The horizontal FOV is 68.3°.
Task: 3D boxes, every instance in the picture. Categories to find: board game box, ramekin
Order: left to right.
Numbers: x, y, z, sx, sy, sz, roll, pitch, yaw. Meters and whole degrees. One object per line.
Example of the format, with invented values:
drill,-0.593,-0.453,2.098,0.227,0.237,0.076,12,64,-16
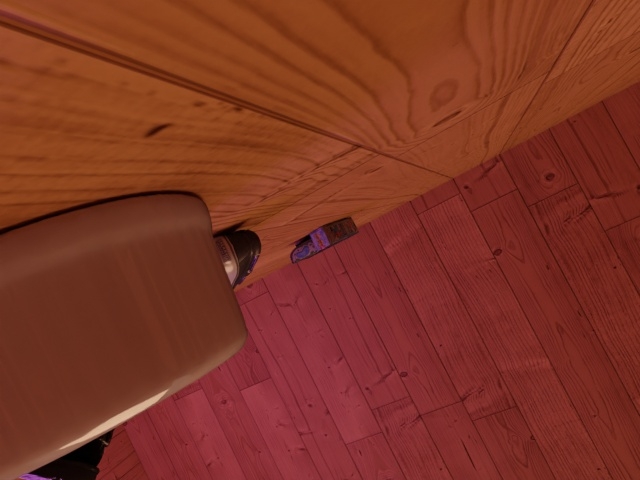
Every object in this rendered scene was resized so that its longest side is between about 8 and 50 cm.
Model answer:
ramekin,-0.197,0.083,0.394,0.277,0.135,0.277,-27,177,-2
board game box,0.000,0.000,1.416,0.194,0.060,0.194,-28,176,16

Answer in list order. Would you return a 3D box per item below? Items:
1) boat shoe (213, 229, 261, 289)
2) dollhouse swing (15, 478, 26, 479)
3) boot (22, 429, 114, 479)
boat shoe,-0.136,0.034,0.724,0.076,0.080,0.228,-24,169,-22
dollhouse swing,-0.707,0.468,0.990,0.347,0.304,0.315,-25,177,-18
boot,-0.522,0.281,0.861,0.131,0.348,0.260,-39,-149,46
